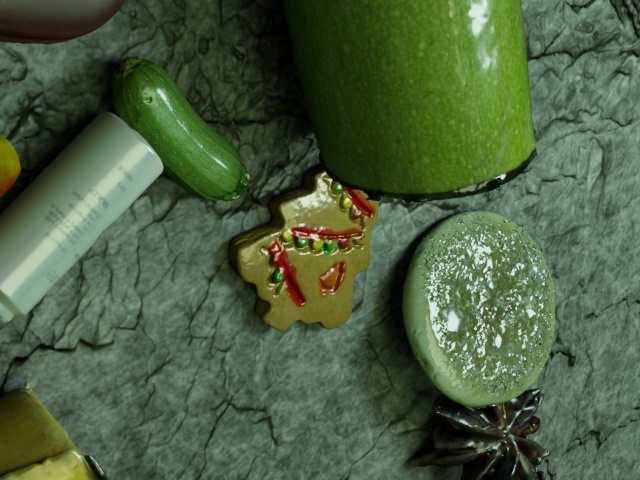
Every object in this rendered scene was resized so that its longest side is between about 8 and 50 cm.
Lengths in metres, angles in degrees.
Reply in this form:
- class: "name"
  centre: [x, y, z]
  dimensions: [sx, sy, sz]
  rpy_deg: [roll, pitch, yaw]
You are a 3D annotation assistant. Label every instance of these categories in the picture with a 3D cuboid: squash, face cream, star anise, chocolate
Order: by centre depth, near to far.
- class: "chocolate"
  centre: [-0.422, 0.332, 1.392]
  dimensions: [0.445, 0.162, 0.162]
  rpy_deg: [-36, 127, -21]
- class: "face cream"
  centre: [-0.293, 0.007, 1.408]
  dimensions: [0.311, 0.092, 0.092]
  rpy_deg: [-48, 130, -14]
- class: "squash"
  centre: [-0.151, -0.111, 1.490]
  dimensions: [0.077, 0.068, 0.219]
  rpy_deg: [-57, 133, -13]
- class: "squash"
  centre: [0.090, -0.257, 1.500]
  dimensions: [0.263, 0.263, 0.384]
  rpy_deg: [-28, 123, -28]
- class: "star anise"
  centre: [0.233, 0.261, 1.921]
  dimensions: [0.212, 0.129, 0.282]
  rpy_deg: [-40, 120, -27]

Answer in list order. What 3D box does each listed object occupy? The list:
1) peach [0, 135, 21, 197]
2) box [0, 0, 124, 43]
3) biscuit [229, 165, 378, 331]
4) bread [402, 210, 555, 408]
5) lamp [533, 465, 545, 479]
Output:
- class: "peach"
  centre: [-0.359, -0.072, 1.304]
  dimensions: [0.151, 0.151, 0.118]
  rpy_deg: [39, 69, -41]
- class: "box"
  centre: [-0.262, -0.380, 1.264]
  dimensions: [0.263, 0.108, 0.403]
  rpy_deg: [5, 104, -39]
- class: "biscuit"
  centre: [0.000, 0.000, 1.677]
  dimensions: [0.212, 0.041, 0.238]
  rpy_deg: [33, 87, -40]
- class: "bread"
  centre: [0.217, 0.091, 1.831]
  dimensions: [0.267, 0.040, 0.266]
  rpy_deg: [3, 85, -36]
- class: "lamp"
  centre: [0.258, 0.446, 2.012]
  dimensions: [0.118, 0.118, 0.253]
  rpy_deg: [-1, 109, -39]
